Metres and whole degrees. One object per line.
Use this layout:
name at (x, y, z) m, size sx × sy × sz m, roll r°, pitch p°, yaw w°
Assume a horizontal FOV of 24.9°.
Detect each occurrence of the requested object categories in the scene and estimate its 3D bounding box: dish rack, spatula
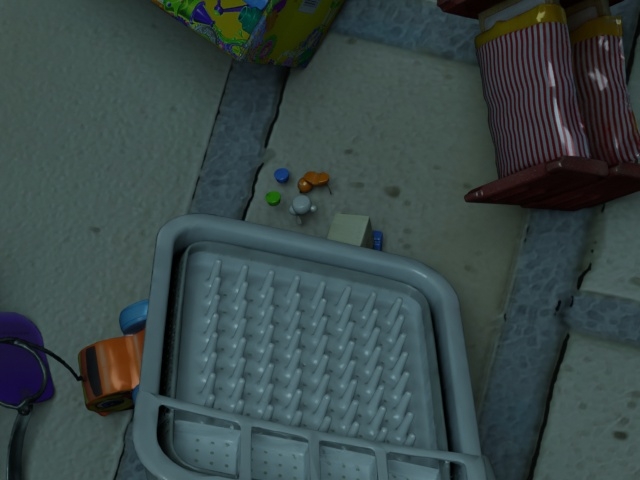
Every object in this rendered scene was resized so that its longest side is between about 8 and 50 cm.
dish rack at (-0.014, 0.122, 1.217) m, size 0.285 × 0.072 × 0.333 m, roll 12°, pitch 38°, yaw -10°
spatula at (-0.291, 0.215, 1.401) m, size 0.030 × 0.084 × 0.297 m, roll -8°, pitch 84°, yaw 37°

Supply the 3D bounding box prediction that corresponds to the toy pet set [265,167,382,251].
toy pet set at (0.000, 0.000, 1.395) m, size 0.114 × 0.065 × 0.122 m, roll 6°, pitch 51°, yaw 17°

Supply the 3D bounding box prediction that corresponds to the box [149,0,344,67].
box at (-0.081, -0.361, 1.374) m, size 0.279 × 0.177 × 0.290 m, roll 36°, pitch 105°, yaw 14°

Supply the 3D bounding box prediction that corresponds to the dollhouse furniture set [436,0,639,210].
dollhouse furniture set at (0.290, -0.172, 1.228) m, size 0.374 × 0.152 × 0.201 m, roll -23°, pitch 70°, yaw 46°

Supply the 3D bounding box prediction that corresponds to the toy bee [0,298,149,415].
toy bee at (-0.164, 0.109, 1.366) m, size 0.298 × 0.162 × 0.195 m, roll 14°, pitch 67°, yaw -10°

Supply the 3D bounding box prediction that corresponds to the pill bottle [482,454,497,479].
pill bottle at (0.133, 0.331, 1.250) m, size 0.152 × 0.152 × 0.272 m, roll -19°, pitch 77°, yaw 6°
